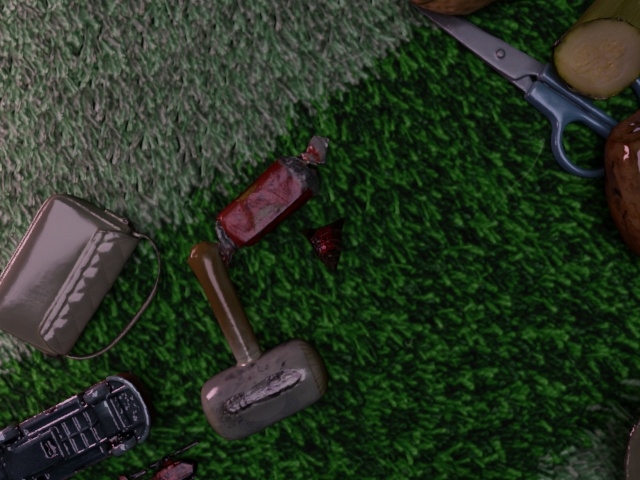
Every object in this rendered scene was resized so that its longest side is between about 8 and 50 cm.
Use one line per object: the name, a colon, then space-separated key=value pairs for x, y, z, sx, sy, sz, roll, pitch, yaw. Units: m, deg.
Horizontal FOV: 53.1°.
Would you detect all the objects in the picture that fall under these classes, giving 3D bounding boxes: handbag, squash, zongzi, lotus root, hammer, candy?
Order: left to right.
handbag: x=-0.384 y=0.067 z=1.028 sx=0.219 sy=0.079 sz=0.256 roll=32 pitch=89 yaw=-10
hammer: x=-0.129 y=0.144 z=0.994 sx=0.202 sy=0.113 sz=0.305 roll=-26 pitch=93 yaw=-3
candy: x=-0.087 y=-0.058 z=1.034 sx=0.292 sy=0.059 sz=0.086 roll=-42 pitch=86 yaw=-2
zongzi: x=0.000 y=0.000 z=1.044 sx=0.074 sy=0.067 sz=0.083 roll=2 pitch=70 yaw=11
squash: x=0.494 y=-0.361 z=1.000 sx=0.137 sy=0.137 sz=0.287 roll=40 pitch=75 yaw=1
lotus root: x=0.541 y=-0.061 z=0.973 sx=0.193 sy=0.193 sz=0.290 roll=-29 pitch=107 yaw=-1

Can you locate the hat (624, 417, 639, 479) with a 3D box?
hat: x=0.569 y=0.329 z=0.986 sx=0.258 sy=0.130 sz=0.257 roll=0 pitch=89 yaw=1

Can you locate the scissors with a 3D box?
scissors: x=0.329 y=-0.282 z=1.053 sx=0.447 sy=0.029 sz=0.192 roll=34 pitch=88 yaw=1

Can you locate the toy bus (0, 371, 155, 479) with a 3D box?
toy bus: x=-0.381 y=0.298 z=0.993 sx=0.265 sy=0.120 sz=0.121 roll=-28 pitch=89 yaw=0

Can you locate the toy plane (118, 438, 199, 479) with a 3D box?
toy plane: x=-0.254 y=0.379 z=1.034 sx=0.145 sy=0.037 sz=0.060 roll=-24 pitch=85 yaw=-2

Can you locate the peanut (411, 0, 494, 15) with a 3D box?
peanut: x=0.255 y=-0.420 z=1.015 sx=0.263 sy=0.101 sz=0.117 roll=-20 pitch=55 yaw=-9
